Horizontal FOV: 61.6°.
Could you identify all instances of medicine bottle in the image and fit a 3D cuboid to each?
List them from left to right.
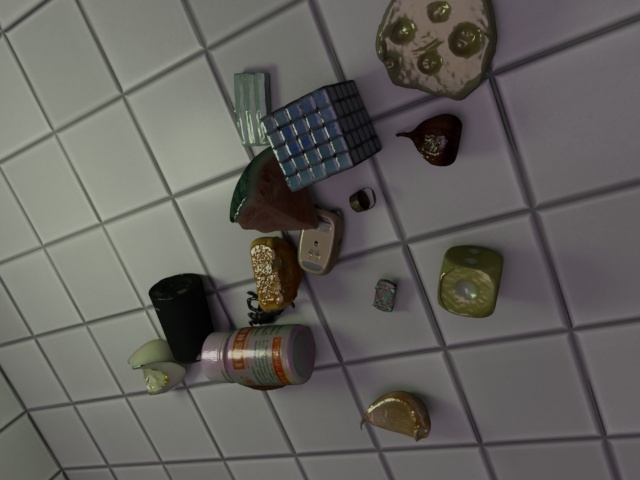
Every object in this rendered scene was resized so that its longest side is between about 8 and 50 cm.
[{"bbox_3d":[-0.231,0.427,1.995,0.388,0.219,0.219,-7,109,25],"label":"medicine bottle"}]

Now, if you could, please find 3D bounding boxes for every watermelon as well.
[{"bbox_3d":[-0.148,-0.160,1.691,0.292,0.283,0.251,4,118,9],"label":"watermelon"}]

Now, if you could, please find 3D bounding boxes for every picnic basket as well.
[{"bbox_3d":[0.139,-0.127,1.682,0.083,0.072,0.072,-23,101,39],"label":"picnic basket"}]

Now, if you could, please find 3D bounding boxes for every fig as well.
[{"bbox_3d":[0.298,-0.297,1.513,0.201,0.133,0.146,24,110,23],"label":"fig"}]

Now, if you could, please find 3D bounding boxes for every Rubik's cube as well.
[{"bbox_3d":[0.004,-0.311,1.565,0.237,0.238,0.237,-19,101,30],"label":"Rubik's cube"}]

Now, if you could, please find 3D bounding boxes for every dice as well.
[{"bbox_3d":[0.446,0.119,1.598,0.169,0.169,0.166,11,115,19],"label":"dice"}]

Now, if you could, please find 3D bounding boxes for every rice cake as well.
[{"bbox_3d":[-0.215,-0.418,1.727,0.127,0.043,0.237,4,113,23],"label":"rice cake"}]

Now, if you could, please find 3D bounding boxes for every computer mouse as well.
[{"bbox_3d":[0.000,0.000,1.788,0.145,0.082,0.237,15,107,19],"label":"computer mouse"}]

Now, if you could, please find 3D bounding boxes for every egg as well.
[{"bbox_3d":[-0.680,0.510,2.267,0.206,0.162,0.271,-22,141,-2],"label":"egg"}]

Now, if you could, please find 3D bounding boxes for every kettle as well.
[{"bbox_3d":[-0.553,0.307,2.102,0.262,0.203,0.308,-1,114,22],"label":"kettle"}]

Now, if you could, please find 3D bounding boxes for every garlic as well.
[{"bbox_3d":[0.273,0.618,1.896,0.244,0.164,0.146,-1,128,30],"label":"garlic"}]

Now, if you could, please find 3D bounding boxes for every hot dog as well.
[{"bbox_3d":[-0.148,0.107,1.860,0.150,0.153,0.257,-6,96,31],"label":"hot dog"}]

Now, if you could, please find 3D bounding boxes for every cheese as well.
[{"bbox_3d":[0.308,-0.520,1.413,0.317,0.115,0.327,-20,102,29],"label":"cheese"}]

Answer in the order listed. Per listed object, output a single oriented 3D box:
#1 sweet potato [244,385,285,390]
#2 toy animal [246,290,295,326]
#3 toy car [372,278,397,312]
[{"bbox_3d":[-0.212,0.545,2.118,0.291,0.097,0.098,3,113,18],"label":"sweet potato"},{"bbox_3d":[-0.195,0.240,1.992,0.232,0.085,0.148,-28,112,33],"label":"toy animal"},{"bbox_3d":[0.218,0.181,1.792,0.069,0.055,0.142,18,131,17],"label":"toy car"}]
